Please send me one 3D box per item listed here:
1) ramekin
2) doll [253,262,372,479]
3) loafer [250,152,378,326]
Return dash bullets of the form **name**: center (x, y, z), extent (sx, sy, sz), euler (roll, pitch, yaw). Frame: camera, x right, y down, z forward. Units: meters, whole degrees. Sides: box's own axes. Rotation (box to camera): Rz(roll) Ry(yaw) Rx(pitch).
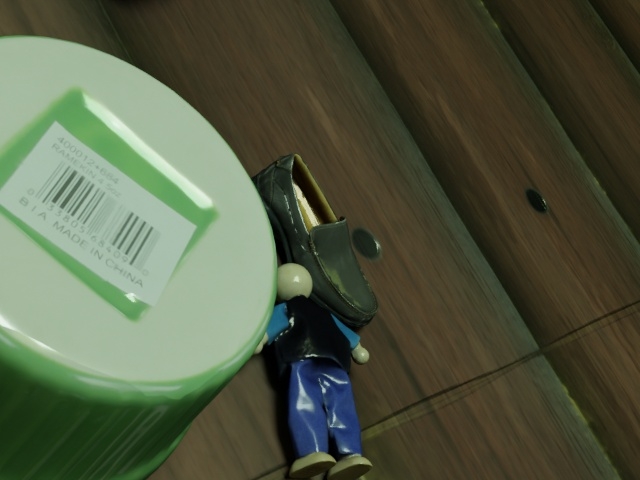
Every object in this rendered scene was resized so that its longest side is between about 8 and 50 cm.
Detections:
- **ramekin**: center (-0.174, 0.011, 0.707), extent (0.303, 0.148, 0.303), euler (25, 44, -27)
- **doll**: center (-0.011, 0.099, 0.871), extent (0.129, 0.046, 0.189), euler (15, 50, -36)
- **loafer**: center (0.000, 0.000, 0.951), extent (0.170, 0.061, 0.062), euler (52, 38, 3)
